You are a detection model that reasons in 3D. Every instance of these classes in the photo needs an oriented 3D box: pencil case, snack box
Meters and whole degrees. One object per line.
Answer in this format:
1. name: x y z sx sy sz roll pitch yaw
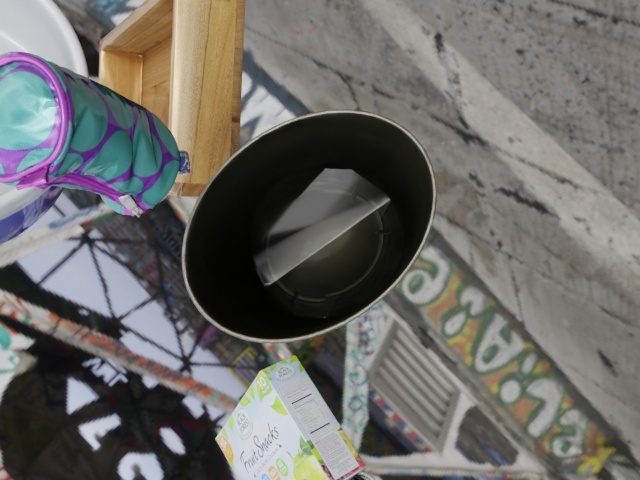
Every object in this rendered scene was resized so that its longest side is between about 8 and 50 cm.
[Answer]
1. pencil case: -0.131 -0.052 0.440 0.152 0.064 0.070 17 -123 -78
2. snack box: -0.029 0.168 0.628 0.100 0.037 0.141 56 143 20

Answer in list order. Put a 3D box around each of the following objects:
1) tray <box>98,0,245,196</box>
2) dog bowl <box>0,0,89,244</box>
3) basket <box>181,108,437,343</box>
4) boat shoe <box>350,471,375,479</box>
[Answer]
1. tray: -0.187 -0.155 0.907 0.411 0.076 0.203 10 97 64
2. dog bowl: -0.341 -0.120 0.684 0.265 0.265 0.104 46 152 0
3. basket: 0.000 0.000 0.689 0.154 0.204 0.227 54 180 8
4. boat shoe: 0.090 0.438 1.241 0.127 0.340 0.158 -126 34 -67
